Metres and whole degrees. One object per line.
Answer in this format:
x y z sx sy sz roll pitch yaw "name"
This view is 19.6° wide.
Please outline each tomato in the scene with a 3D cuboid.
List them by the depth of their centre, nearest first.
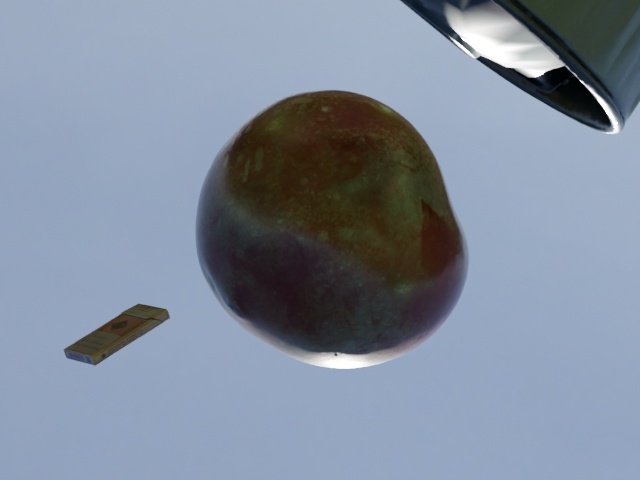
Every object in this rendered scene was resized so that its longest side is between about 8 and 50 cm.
0.000 0.000 1.764 0.222 0.270 0.270 -30 -134 -25 "tomato"

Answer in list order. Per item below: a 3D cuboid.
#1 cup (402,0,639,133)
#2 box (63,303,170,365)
0.171 -0.330 1.405 0.401 0.392 0.310 38 180 31 "cup"
-0.173 0.079 1.574 0.083 0.012 0.046 -33 -155 -33 "box"
